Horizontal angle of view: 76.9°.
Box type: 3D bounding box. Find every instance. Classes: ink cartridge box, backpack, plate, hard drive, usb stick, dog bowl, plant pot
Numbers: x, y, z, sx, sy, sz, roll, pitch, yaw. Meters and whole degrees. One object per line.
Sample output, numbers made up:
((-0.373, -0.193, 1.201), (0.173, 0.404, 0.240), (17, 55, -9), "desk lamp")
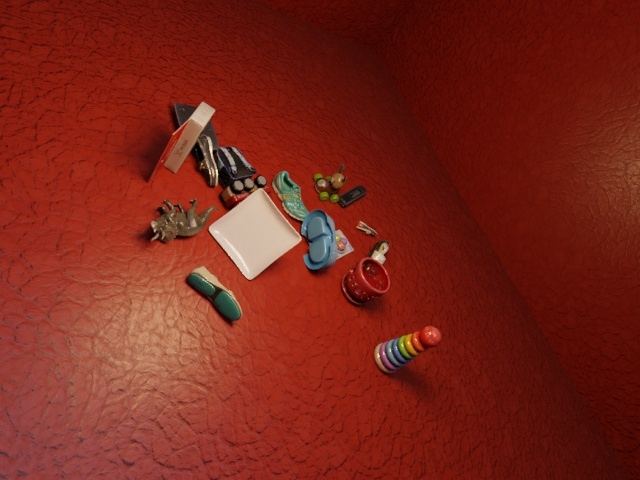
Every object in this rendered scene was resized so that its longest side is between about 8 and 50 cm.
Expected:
((-0.546, -0.370, 1.587), (0.066, 0.296, 0.261), (34, 43, -19), "ink cartridge box")
((-0.403, -0.335, 1.827), (0.158, 0.117, 0.173), (-26, 80, -49), "backpack")
((-0.267, -0.026, 1.657), (0.277, 0.278, 0.045), (51, -5, 0), "plate")
((-0.575, -0.510, 1.856), (0.172, 0.054, 0.254), (-4, 64, -44), "hard drive")
((0.185, -0.262, 2.361), (0.077, 0.045, 0.278), (47, 40, 8), "usb stick")
((0.000, 0.000, 1.895), (0.074, 0.166, 0.296), (20, 54, -46), "dog bowl")
((0.208, 0.199, 1.922), (0.191, 0.174, 0.191), (23, 47, -27), "plant pot")

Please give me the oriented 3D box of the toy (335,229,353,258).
((0.085, 0.016, 2.045), (0.237, 0.056, 0.136), (-25, 79, -49), "toy")

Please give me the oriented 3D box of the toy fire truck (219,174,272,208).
((-0.286, -0.155, 1.781), (0.217, 0.159, 0.246), (-24, 87, -49), "toy fire truck")

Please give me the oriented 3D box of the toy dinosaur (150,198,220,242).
((-0.528, -0.073, 1.539), (0.314, 0.121, 0.160), (-8, 78, -50), "toy dinosaur")

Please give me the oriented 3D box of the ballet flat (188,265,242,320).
((-0.374, 0.190, 1.485), (0.248, 0.086, 0.086), (45, 40, -4), "ballet flat")

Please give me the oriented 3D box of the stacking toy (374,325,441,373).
((0.390, 0.468, 1.757), (0.141, 0.330, 0.141), (24, 47, -28), "stacking toy")

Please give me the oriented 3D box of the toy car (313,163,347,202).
((0.073, -0.323, 2.193), (0.149, 0.188, 0.154), (8, 55, -39), "toy car")

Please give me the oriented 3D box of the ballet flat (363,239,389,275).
((0.306, 0.082, 2.163), (0.095, 0.096, 0.280), (41, 41, -10), "ballet flat")

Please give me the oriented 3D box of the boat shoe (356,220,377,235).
((0.261, -0.058, 2.275), (0.137, 0.049, 0.043), (32, 85, -23), "boat shoe")

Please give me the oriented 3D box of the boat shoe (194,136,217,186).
((-0.502, -0.341, 1.756), (0.069, 0.081, 0.227), (-10, 85, -36), "boat shoe")

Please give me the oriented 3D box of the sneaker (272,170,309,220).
((-0.139, -0.217, 1.981), (0.107, 0.110, 0.275), (-27, 80, -49), "sneaker")
